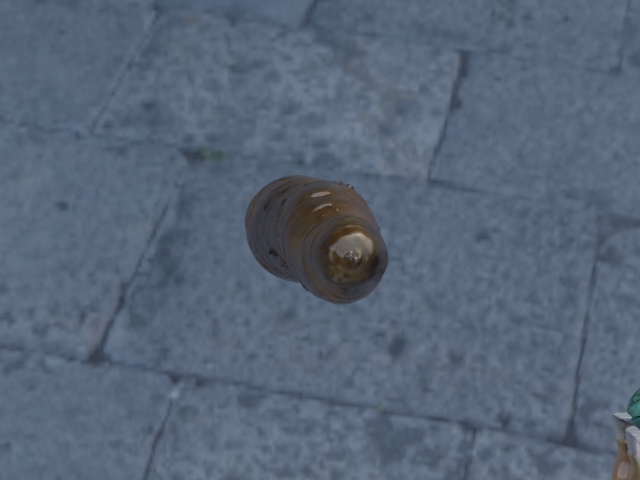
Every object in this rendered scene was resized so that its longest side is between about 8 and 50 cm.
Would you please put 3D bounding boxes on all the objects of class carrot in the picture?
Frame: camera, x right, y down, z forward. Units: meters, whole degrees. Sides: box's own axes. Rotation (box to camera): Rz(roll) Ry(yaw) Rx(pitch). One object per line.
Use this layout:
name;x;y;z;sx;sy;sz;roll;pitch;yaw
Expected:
carrot;0.000;-0.002;0.431;0.035;0.036;0.165;-5;3;-8

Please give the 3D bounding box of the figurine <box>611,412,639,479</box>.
figurine;0.337;0.205;1.237;0.195;0.102;0.111;7;13;-3

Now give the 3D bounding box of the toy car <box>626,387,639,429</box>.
toy car;0.287;0.093;1.045;0.073;0.054;0.143;40;86;-5
